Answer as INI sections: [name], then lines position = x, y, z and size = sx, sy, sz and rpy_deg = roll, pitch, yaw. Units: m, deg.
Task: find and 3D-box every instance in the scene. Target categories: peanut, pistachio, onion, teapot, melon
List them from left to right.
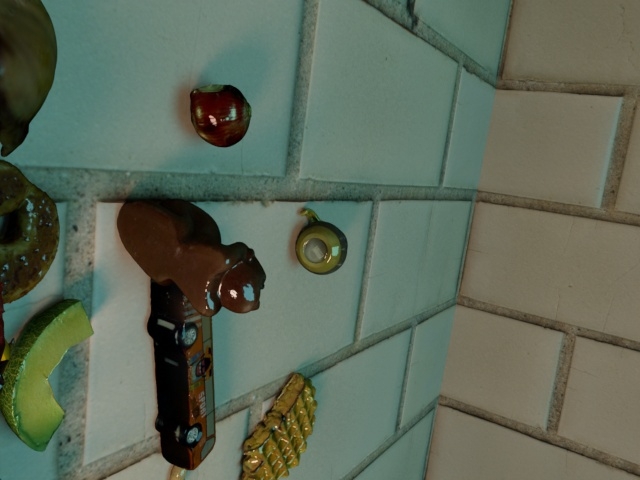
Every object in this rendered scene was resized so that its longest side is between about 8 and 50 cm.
[pistachio]
position = -0.374, -0.202, 0.635
size = 0.165, 0.131, 0.210
rpy_deg = -112, -157, -71
[melon]
position = -0.399, 0.184, 0.800
size = 0.118, 0.064, 0.209
rpy_deg = 52, 55, -52
[peanut]
position = -0.288, 0.482, 1.122
size = 0.037, 0.037, 0.083
rpy_deg = 19, 87, -59
[onion]
position = -0.176, -0.216, 0.962
size = 0.117, 0.119, 0.118
rpy_deg = -43, 138, -65
[teapot]
position = 0.000, 0.000, 1.341
size = 0.165, 0.130, 0.119
rpy_deg = 67, 19, 0

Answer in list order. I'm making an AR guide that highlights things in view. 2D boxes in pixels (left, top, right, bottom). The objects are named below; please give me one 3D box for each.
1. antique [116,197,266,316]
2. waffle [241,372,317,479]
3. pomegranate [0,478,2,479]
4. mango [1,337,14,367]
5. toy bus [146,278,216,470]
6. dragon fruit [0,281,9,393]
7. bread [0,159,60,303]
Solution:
[antique]
position = -0.194, 0.023, 0.897
size = 0.143, 0.257, 0.121
rpy_deg = -8, 127, -62
[waffle]
position = -0.096, 0.497, 1.418
size = 0.283, 0.065, 0.309
rpy_deg = 8, 93, -60
[pomegranate]
position = -0.457, 0.341, 0.698
size = 0.169, 0.122, 0.143
rpy_deg = -32, 144, -14
[mango]
position = -0.468, 0.166, 0.677
size = 0.187, 0.066, 0.101
rpy_deg = -35, 139, -41
[toy bus]
position = -0.254, 0.236, 1.028
size = 0.092, 0.093, 0.408
rpy_deg = -28, 126, -55
[dragon fruit]
position = -0.440, 0.107, 0.472
size = 0.302, 0.296, 0.295
rpy_deg = -4, 106, -38
[bread]
position = -0.418, -0.007, 0.696
size = 0.193, 0.064, 0.193
rpy_deg = -25, 119, -59
